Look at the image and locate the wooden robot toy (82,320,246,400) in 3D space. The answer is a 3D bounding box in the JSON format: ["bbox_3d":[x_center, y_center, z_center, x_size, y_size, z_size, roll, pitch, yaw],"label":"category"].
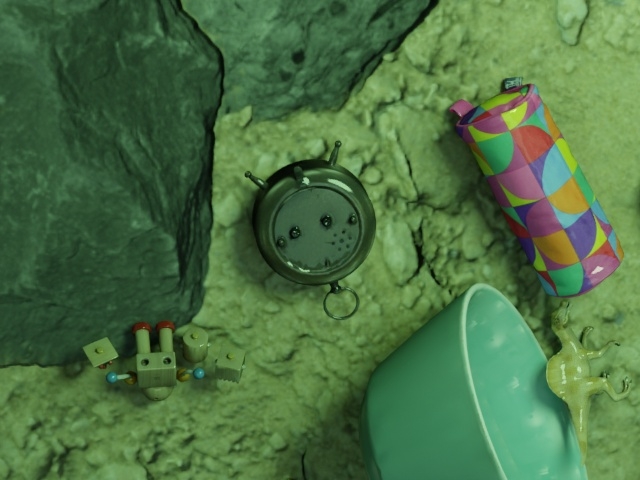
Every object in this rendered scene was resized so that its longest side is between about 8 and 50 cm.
[{"bbox_3d":[-0.169,0.138,1.744,0.173,0.076,0.079,-2,141,-6],"label":"wooden robot toy"}]

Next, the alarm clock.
[{"bbox_3d":[0.000,0.000,1.714,0.129,0.064,0.192,-19,110,0],"label":"alarm clock"}]

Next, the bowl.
[{"bbox_3d":[0.150,0.215,1.690,0.163,0.311,0.311,-22,108,21],"label":"bowl"}]

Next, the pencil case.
[{"bbox_3d":[0.231,-0.055,1.704,0.104,0.104,0.236,-29,105,3],"label":"pencil case"}]

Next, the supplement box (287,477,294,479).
[{"bbox_3d":[-0.035,0.318,1.801,0.043,0.055,0.083,27,102,-13],"label":"supplement box"}]

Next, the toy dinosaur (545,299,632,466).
[{"bbox_3d":[0.290,0.159,1.774,0.093,0.053,0.183,-1,76,-25],"label":"toy dinosaur"}]
